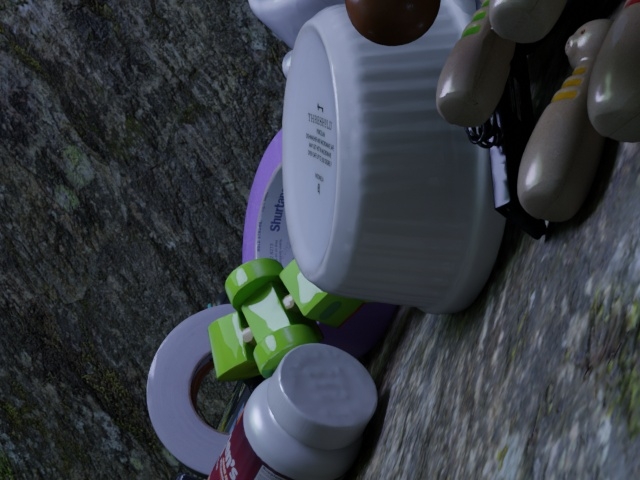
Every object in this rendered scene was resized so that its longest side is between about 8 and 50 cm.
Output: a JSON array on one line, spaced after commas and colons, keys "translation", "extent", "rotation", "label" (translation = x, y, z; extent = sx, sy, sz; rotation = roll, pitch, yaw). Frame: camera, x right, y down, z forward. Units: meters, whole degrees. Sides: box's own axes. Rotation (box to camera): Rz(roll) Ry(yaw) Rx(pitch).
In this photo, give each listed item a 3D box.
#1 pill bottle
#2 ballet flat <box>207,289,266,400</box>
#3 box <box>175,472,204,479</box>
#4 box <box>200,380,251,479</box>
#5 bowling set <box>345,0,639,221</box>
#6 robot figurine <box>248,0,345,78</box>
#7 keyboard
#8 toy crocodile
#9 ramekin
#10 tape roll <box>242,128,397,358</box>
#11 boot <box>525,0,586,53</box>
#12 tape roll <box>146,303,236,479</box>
[{"translation": [-0.030, 0.208, 1.162], "extent": [0.121, 0.121, 0.221], "rotation": [-71, 6, -49], "label": "pill bottle"}, {"translation": [-0.065, 0.189, 1.542], "extent": [0.095, 0.096, 0.281], "rotation": [50, -160, -81], "label": "ballet flat"}, {"translation": [-0.167, 0.437, 1.505], "extent": [0.163, 0.142, 0.247], "rotation": [131, 162, -76], "label": "box"}, {"translation": [-0.074, 0.233, 1.789], "extent": [0.318, 0.097, 0.395], "rotation": [-84, 19, -68], "label": "box"}, {"translation": [0.130, -0.152, 0.659], "extent": [0.154, 0.199, 0.287], "rotation": [-67, 8, -26], "label": "bowling set"}, {"translation": [0.062, -0.256, 1.271], "extent": [0.199, 0.353, 0.300], "rotation": [5, 61, 54], "label": "robot figurine"}, {"translation": [0.116, -0.099, 0.812], "extent": [0.100, 0.038, 0.192], "rotation": [35, -134, -52], "label": "keyboard"}, {"translation": [0.011, 0.040, 1.178], "extent": [0.340, 0.105, 0.115], "rotation": [-40, 57, 20], "label": "toy crocodile"}, {"translation": [0.049, -0.072, 0.961], "extent": [0.273, 0.127, 0.273], "rotation": [178, 90, -77], "label": "ramekin"}, {"translation": [0.000, 0.000, 1.367], "extent": [0.275, 0.090, 0.275], "rotation": [-22, 65, 61], "label": "tape roll"}, {"translation": [0.142, -0.344, 0.946], "extent": [0.445, 0.146, 0.367], "rotation": [130, 131, -87], "label": "boot"}, {"translation": [-0.104, 0.193, 1.461], "extent": [0.072, 0.219, 0.219], "rotation": [85, -154, -70], "label": "tape roll"}]
